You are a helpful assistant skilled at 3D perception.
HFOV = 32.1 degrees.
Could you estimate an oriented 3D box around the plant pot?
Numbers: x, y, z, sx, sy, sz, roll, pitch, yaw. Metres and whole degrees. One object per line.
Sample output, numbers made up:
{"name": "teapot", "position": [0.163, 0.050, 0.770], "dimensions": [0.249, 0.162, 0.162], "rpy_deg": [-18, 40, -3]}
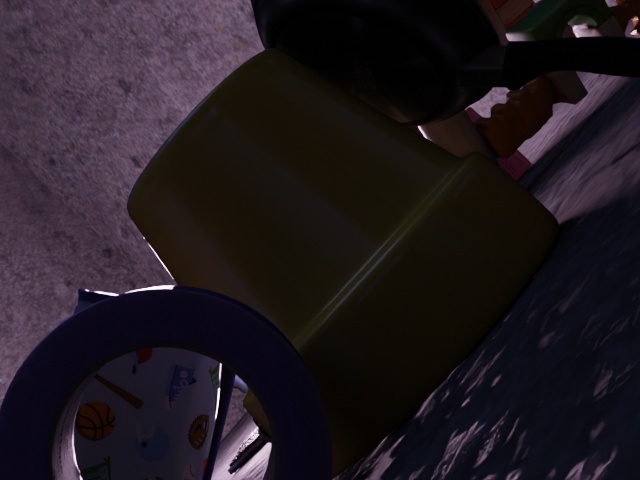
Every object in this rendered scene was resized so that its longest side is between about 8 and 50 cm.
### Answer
{"name": "plant pot", "position": [0.000, 0.000, 0.804], "dimensions": [0.254, 0.239, 0.254], "rpy_deg": [-47, -1, -1]}

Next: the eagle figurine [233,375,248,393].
{"name": "eagle figurine", "position": [-0.047, 0.135, 1.767], "dimensions": [0.225, 0.226, 0.298], "rpy_deg": [-68, 9, -15]}

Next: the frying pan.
{"name": "frying pan", "position": [0.096, -0.121, 0.818], "dimensions": [0.197, 0.326, 0.053], "rpy_deg": [105, -173, -66]}

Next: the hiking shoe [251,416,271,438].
{"name": "hiking shoe", "position": [-0.022, 0.120, 1.339], "dimensions": [0.113, 0.132, 0.304], "rpy_deg": [-46, 1, 35]}

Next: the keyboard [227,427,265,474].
{"name": "keyboard", "position": [-0.073, 0.275, 1.667], "dimensions": [0.180, 0.023, 0.108], "rpy_deg": [-47, -2, 36]}

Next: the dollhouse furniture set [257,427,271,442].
{"name": "dollhouse furniture set", "position": [-0.041, 0.197, 1.428], "dimensions": [0.081, 0.091, 0.114], "rpy_deg": [-23, -22, -45]}

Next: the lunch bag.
{"name": "lunch bag", "position": [-0.254, 0.243, 1.629], "dimensions": [0.385, 0.238, 0.328], "rpy_deg": [143, 139, -82]}

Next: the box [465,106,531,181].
{"name": "box", "position": [0.135, -0.027, 1.510], "dimensions": [0.243, 0.117, 0.213], "rpy_deg": [-47, -2, -26]}

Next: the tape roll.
{"name": "tape roll", "position": [-0.089, 0.121, 0.650], "dimensions": [0.189, 0.189, 0.080], "rpy_deg": [-47, 3, -3]}

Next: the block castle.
{"name": "block castle", "position": [0.216, -0.282, 1.362], "dimensions": [0.453, 0.213, 0.303], "rpy_deg": [-41, 20, -13]}
